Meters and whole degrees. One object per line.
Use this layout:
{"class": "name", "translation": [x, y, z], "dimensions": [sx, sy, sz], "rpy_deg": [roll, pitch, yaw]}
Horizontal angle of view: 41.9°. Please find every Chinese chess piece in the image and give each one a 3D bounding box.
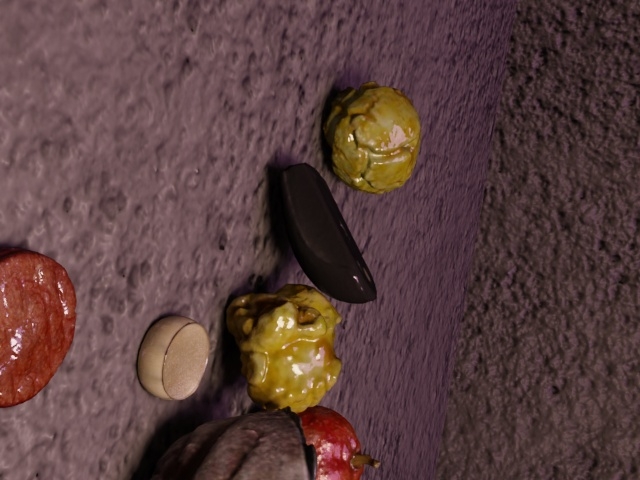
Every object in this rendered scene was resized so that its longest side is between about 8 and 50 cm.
{"class": "Chinese chess piece", "translation": [-0.212, 0.169, 1.207], "dimensions": [0.122, 0.051, 0.122], "rpy_deg": [-35, 131, -55]}

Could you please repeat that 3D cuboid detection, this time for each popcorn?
{"class": "popcorn", "translation": [-0.069, 0.167, 1.378], "dimensions": [0.203, 0.200, 0.226], "rpy_deg": [30, 71, -20]}
{"class": "popcorn", "translation": [0.103, -0.191, 1.599], "dimensions": [0.204, 0.183, 0.221], "rpy_deg": [-59, 149, -27]}

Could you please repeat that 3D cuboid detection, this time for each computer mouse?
{"class": "computer mouse", "translation": [0.000, 0.000, 1.438], "dimensions": [0.269, 0.100, 0.170], "rpy_deg": [64, 6, 14]}

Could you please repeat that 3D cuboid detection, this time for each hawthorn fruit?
{"class": "hawthorn fruit", "translation": [-0.015, 0.385, 1.447], "dimensions": [0.205, 0.253, 0.205], "rpy_deg": [-1, 90, -73]}

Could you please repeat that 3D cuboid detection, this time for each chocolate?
{"class": "chocolate", "translation": [-0.149, 0.382, 1.203], "dimensions": [0.213, 0.303, 0.303], "rpy_deg": [6, 90, -20]}

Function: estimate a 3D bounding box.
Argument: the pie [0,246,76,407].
{"class": "pie", "translation": [-0.338, 0.096, 0.920], "dimensions": [0.182, 0.049, 0.182], "rpy_deg": [8, 90, -67]}
